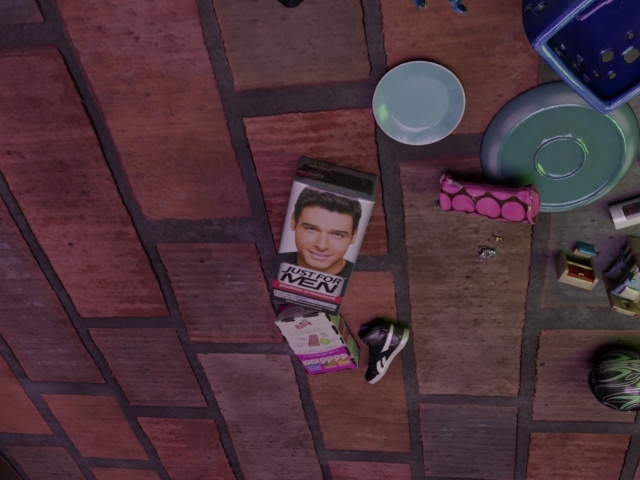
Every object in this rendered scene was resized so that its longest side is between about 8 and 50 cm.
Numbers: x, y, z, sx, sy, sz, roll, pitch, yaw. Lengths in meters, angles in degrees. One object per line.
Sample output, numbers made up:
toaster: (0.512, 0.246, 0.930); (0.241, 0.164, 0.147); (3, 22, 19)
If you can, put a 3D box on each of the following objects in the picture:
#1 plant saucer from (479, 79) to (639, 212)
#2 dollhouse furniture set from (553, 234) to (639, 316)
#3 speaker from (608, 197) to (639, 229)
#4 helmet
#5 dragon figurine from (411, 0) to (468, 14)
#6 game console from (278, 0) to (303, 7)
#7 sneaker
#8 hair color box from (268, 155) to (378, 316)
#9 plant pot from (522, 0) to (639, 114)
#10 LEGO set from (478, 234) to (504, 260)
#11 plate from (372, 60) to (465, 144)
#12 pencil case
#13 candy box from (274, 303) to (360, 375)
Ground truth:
plant saucer: (0.497, -0.178, 1.283); (0.317, 0.043, 0.317); (5, 130, 6)
dollhouse furniture set: (0.653, 0.066, 1.394); (0.184, 0.129, 0.129); (15, 130, -2)
speaker: (0.697, -0.067, 1.326); (0.136, 0.055, 0.055); (-18, 123, 24)
helmet: (0.793, 0.355, 1.582); (0.169, 0.169, 0.161); (17, 146, -3)
dragon figurine: (0.206, -0.477, 1.052); (0.289, 0.085, 0.144); (7, 131, -8)
game console: (0.029, -0.559, 1.062); (0.361, 0.044, 0.213); (-33, 116, 29)
sneaker: (0.146, 0.301, 1.723); (0.121, 0.079, 0.217); (26, 121, -6)
hair color box: (0.000, 0.000, 1.476); (0.185, 0.113, 0.374); (14, 129, -1)
plant pot: (0.463, -0.387, 0.986); (0.236, 0.212, 0.236); (26, 131, -32)
LEGO set: (0.406, 0.025, 1.476); (0.054, 0.023, 0.083); (9, 130, 4)
plate: (0.201, -0.283, 1.265); (0.188, 0.024, 0.188); (5, 130, 6)
pencil case: (0.356, -0.092, 1.306); (0.209, 0.095, 0.098); (10, 144, 26)
candy box: (-0.005, 0.269, 1.723); (0.159, 0.071, 0.233); (-14, 126, 21)
